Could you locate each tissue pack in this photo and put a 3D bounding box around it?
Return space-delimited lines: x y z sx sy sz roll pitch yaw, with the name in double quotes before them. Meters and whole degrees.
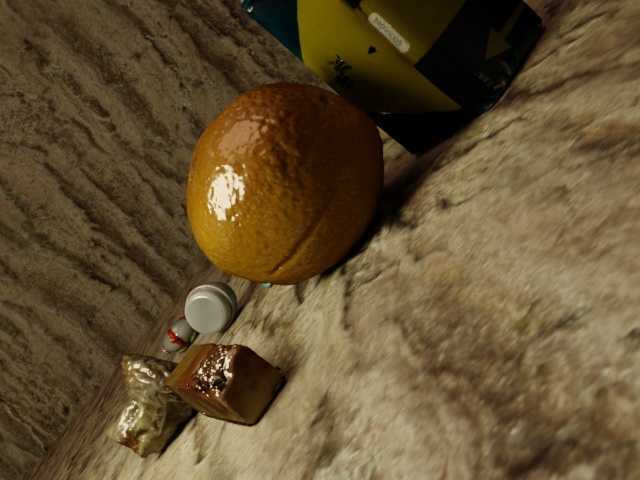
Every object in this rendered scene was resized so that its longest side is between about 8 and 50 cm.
"tissue pack" 0.116 -0.375 1.215 0.253 0.416 0.264 -57 14 -21

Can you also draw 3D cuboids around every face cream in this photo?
"face cream" -0.251 0.154 1.707 0.117 0.117 0.104 -46 2 19

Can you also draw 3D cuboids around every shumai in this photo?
"shumai" -0.308 0.308 1.373 0.206 0.166 0.176 169 118 -76

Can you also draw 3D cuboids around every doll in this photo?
"doll" -0.384 0.253 2.044 0.142 0.076 0.245 -51 6 1

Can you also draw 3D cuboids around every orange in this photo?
"orange" -0.062 -0.085 1.236 0.357 0.322 0.322 -56 4 35

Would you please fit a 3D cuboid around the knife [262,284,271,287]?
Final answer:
"knife" -0.114 0.061 1.696 0.064 0.031 0.222 -44 14 8

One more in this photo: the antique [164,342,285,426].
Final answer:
"antique" -0.153 0.215 1.122 0.087 0.093 0.310 -54 11 -20

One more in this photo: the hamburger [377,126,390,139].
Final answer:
"hamburger" 0.172 -0.333 1.583 0.259 0.144 0.283 -43 7 15
